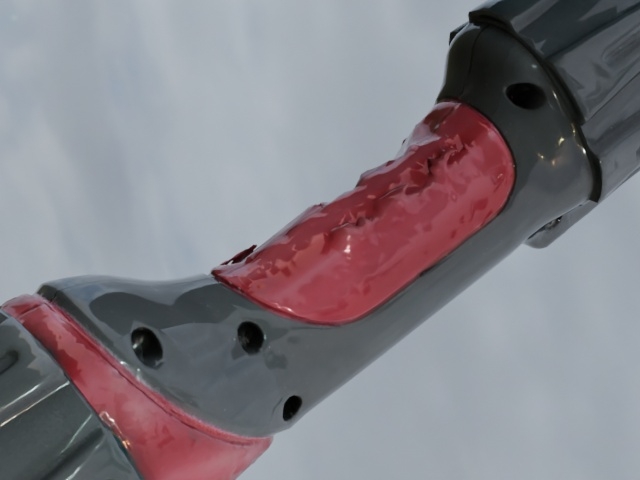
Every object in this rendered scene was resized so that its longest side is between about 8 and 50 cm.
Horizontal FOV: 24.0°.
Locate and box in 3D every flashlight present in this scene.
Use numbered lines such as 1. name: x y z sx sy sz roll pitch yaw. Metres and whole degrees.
1. flashlight: 0.000 0.000 0.528 0.103 0.304 0.103 50 -18 8
